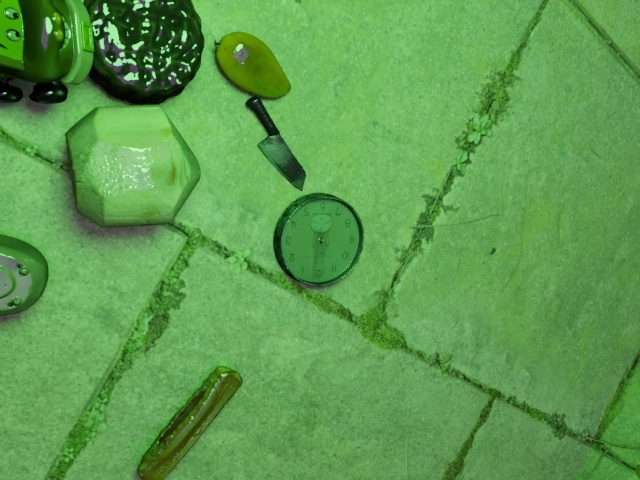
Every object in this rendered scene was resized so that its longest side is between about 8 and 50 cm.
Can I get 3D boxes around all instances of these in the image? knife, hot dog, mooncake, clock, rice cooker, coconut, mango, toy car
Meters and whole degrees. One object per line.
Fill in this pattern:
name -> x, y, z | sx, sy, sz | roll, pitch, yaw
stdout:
knife -> -0.096, -0.199, 1.183 | 0.060, 0.028, 0.230 | -35, 116, -1
hot dog -> -0.283, 0.391, 1.193 | 0.289, 0.068, 0.083 | -50, 138, -12
mooncake -> -0.317, -0.361, 0.992 | 0.228, 0.124, 0.228 | -5, 101, -24
clock -> 0.000, 0.000, 1.253 | 0.215, 0.042, 0.215 | -5, 103, -24
rice cooker -> -0.583, 0.057, 0.956 | 0.206, 0.127, 0.145 | 13, 94, -34
coconut -> -0.328, -0.131, 0.988 | 0.241, 0.241, 0.241 | -5, 103, -23
mango -> -0.135, -0.349, 1.112 | 0.187, 0.066, 0.101 | 34, 87, -33
toy car -> -0.501, -0.315, 0.837 | 0.247, 0.198, 0.204 | 2, 102, 8
